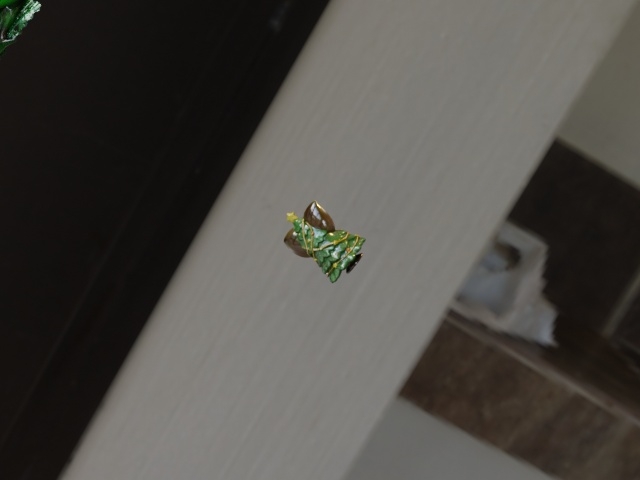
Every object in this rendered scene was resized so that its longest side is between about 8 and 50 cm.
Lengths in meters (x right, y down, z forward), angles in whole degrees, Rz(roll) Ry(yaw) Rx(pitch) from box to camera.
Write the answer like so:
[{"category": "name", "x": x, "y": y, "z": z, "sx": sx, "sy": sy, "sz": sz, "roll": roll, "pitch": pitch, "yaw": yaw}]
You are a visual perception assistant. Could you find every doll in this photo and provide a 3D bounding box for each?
[{"category": "doll", "x": 0.002, "y": 0.007, "z": 1.830, "sx": 0.113, "sy": 0.078, "sz": 0.076, "roll": 29, "pitch": 28, "yaw": -18}]

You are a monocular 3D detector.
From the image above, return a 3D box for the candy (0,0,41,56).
[{"category": "candy", "x": -0.380, "y": -0.222, "z": 1.267, "sx": 0.203, "sy": 0.141, "sz": 0.078, "roll": 37, "pitch": -4, "yaw": -26}]
